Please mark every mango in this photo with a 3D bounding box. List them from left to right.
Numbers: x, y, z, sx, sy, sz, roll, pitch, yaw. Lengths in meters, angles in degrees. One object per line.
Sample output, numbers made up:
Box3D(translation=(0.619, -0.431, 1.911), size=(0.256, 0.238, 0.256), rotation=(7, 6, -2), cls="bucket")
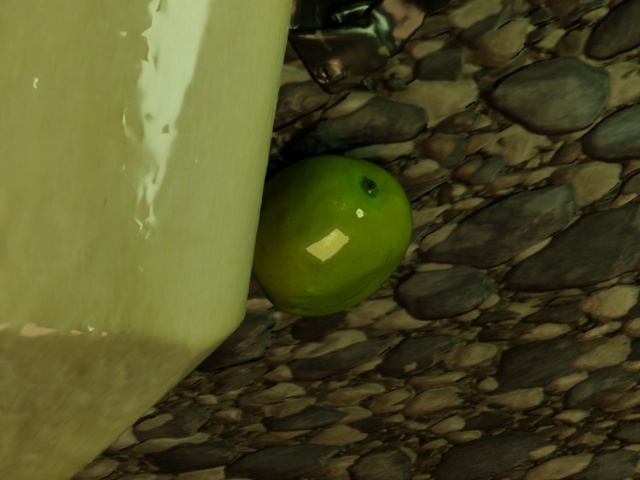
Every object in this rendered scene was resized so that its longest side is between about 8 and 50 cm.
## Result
Box3D(translation=(0.006, -0.003, 1.000), size=(0.117, 0.089, 0.163), rotation=(-24, 163, -2), cls="mango")

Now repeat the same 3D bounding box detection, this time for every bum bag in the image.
Box3D(translation=(0.072, -0.167, 0.682), size=(0.248, 0.069, 0.102), rotation=(-45, 144, -26), cls="bum bag")

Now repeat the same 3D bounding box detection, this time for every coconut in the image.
Box3D(translation=(-0.162, -0.059, 0.602), size=(0.323, 0.323, 0.323), rotation=(-12, 151, -7), cls="coconut")
